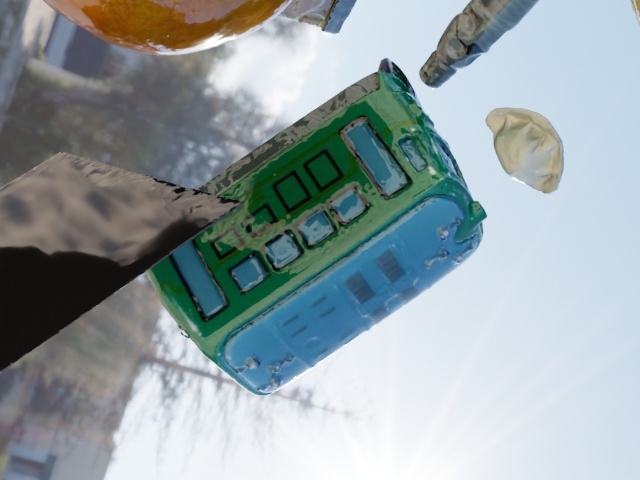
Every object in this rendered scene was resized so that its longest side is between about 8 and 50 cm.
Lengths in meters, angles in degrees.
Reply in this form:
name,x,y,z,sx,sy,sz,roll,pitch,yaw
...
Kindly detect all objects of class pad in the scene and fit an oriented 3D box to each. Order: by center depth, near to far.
name,x,y,z,sx,sy,sz,roll,pitch,yaw
pad,-0.257,0.002,0.888,0.247,0.007,0.367,-37,-150,-27

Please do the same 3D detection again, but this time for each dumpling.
name,x,y,z,sx,sy,sz,roll,pitch,yaw
dumpling,0.168,-0.077,0.799,0.059,0.043,0.077,119,-42,-56

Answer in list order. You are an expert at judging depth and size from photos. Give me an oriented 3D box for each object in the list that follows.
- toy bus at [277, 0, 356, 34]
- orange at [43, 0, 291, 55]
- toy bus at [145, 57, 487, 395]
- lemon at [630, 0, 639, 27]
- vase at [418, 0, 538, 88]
name,x,y,z,sx,sy,sz,roll,pitch,yaw
toy bus,-0.023,-0.451,1.276,0.162,0.194,0.324,127,-30,-65
orange,-0.130,-0.297,0.832,0.226,0.283,0.284,95,7,-68
toy bus,0.000,0.000,1.025,0.343,0.183,0.199,-35,-127,3
lemon,0.416,-0.286,0.963,0.245,0.245,0.320,-169,-94,-73
vase,0.179,-0.240,1.056,0.211,0.060,0.060,-46,-152,32
